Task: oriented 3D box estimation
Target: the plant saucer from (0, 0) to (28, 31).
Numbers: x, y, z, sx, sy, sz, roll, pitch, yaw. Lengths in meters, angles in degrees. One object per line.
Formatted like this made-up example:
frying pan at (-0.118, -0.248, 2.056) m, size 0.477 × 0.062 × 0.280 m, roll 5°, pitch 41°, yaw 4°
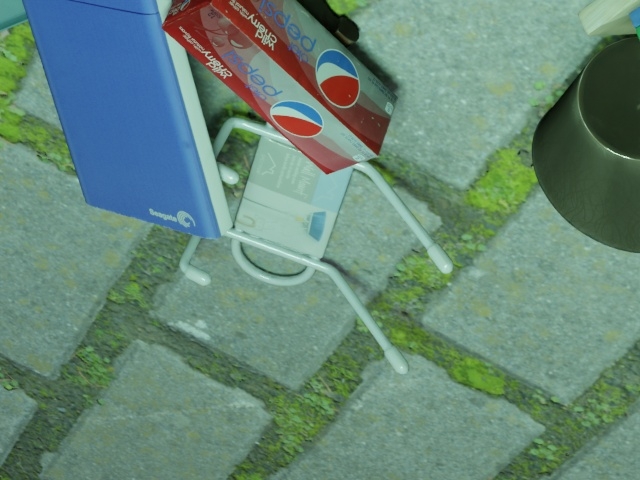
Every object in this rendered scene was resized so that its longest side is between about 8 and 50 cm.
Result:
plant saucer at (-0.338, -0.281, 2.185) m, size 0.192 × 0.018 × 0.067 m, roll -14°, pitch 128°, yaw 36°

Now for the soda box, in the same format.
soda box at (-0.040, -0.187, 2.045) m, size 0.083 × 0.092 × 0.263 m, roll -19°, pitch 130°, yaw 44°

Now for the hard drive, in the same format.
hard drive at (-0.219, -0.160, 2.142) m, size 0.210 × 0.040 × 0.318 m, roll 15°, pitch 133°, yaw 36°

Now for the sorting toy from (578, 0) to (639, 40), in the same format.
sorting toy at (0.414, -0.230, 1.738) m, size 0.257 × 0.255 × 0.089 m, roll -34°, pitch 71°, yaw 45°

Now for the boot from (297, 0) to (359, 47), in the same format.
boot at (-0.029, -0.226, 2.101) m, size 0.106 × 0.037 × 0.114 m, roll 41°, pitch 141°, yaw -18°

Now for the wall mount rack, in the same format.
wall mount rack at (0.000, 0.000, 2.260) m, size 0.304 × 0.130 × 0.350 m, roll 21°, pitch 141°, yaw 1°

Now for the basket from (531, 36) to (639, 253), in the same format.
basket at (0.309, -0.103, 1.923) m, size 0.204 × 0.154 × 0.227 m, roll 39°, pitch 169°, yaw 14°
